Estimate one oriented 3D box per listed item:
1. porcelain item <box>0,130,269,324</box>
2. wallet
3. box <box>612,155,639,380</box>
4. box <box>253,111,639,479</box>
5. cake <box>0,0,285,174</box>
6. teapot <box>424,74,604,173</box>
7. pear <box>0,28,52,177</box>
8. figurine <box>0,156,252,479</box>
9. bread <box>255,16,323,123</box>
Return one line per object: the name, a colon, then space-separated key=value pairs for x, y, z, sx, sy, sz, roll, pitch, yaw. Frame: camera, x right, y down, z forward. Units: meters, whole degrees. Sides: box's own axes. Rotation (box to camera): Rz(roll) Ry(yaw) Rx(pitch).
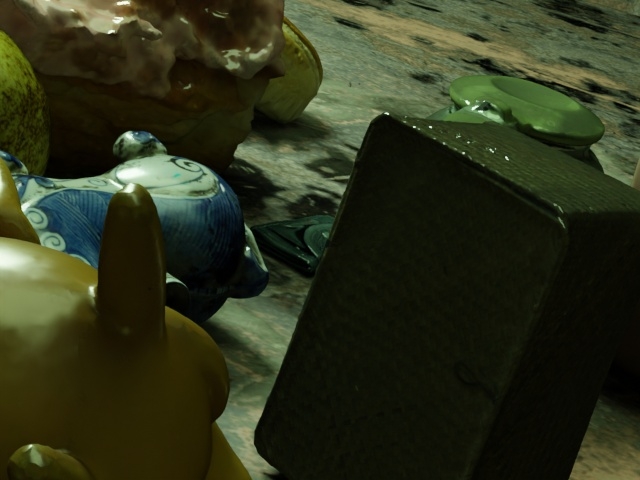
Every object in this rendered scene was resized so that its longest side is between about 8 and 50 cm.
porcelain item: x=-0.162 y=0.018 z=1.406 sx=0.288 sy=0.138 sz=0.186 roll=-6 pitch=38 yaw=-46
wallet: x=0.000 y=0.000 z=1.748 sx=0.088 sy=0.026 sz=0.129 roll=28 pitch=22 yaw=31
box: x=0.379 y=0.020 z=1.636 sx=0.216 sy=0.301 sz=0.301 roll=13 pitch=18 yaw=15
box: x=0.097 y=0.067 z=1.265 sx=0.184 sy=0.273 sz=0.143 roll=32 pitch=21 yaw=36
cake: x=-0.204 y=-0.243 z=1.707 sx=0.314 sy=0.306 sz=0.293 roll=13 pitch=-22 yaw=-21
teapot: x=0.122 y=-0.027 z=1.602 sx=0.322 sy=0.239 sz=0.239 roll=-1 pitch=24 yaw=-39
pear: x=-0.316 y=-0.086 z=1.475 sx=0.197 sy=0.197 sz=0.197 roll=15 pitch=19 yaw=-5
figurine: x=-0.250 y=0.078 z=0.960 sx=0.387 sy=0.268 sz=0.401 roll=9 pitch=4 yaw=21
bread: x=-0.092 y=-0.231 z=2.084 sx=0.140 sy=0.106 sz=0.236 roll=42 pitch=5 yaw=37
